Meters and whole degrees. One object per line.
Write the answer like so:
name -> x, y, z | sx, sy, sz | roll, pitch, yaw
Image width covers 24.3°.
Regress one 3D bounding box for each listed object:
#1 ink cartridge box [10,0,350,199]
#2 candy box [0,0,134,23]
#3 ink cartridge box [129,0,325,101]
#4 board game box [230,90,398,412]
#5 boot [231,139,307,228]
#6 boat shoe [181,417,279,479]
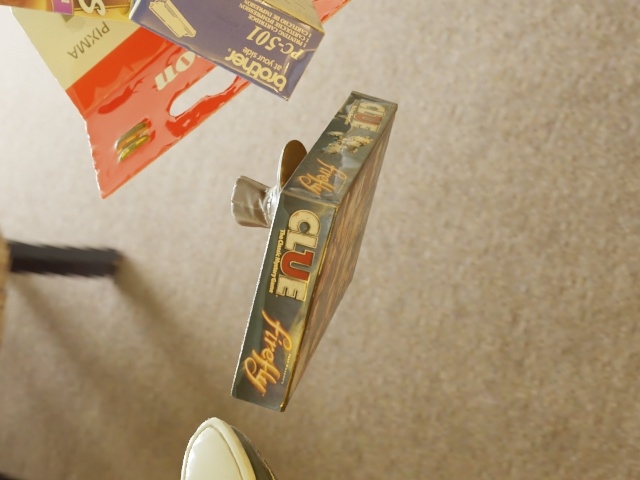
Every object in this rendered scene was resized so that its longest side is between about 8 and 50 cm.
ink cartridge box -> -0.152, -0.263, 1.403 | 0.308, 0.091, 0.385 | -37, 42, 14
candy box -> -0.220, -0.260, 1.330 | 0.187, 0.053, 0.109 | 10, 116, 23
ink cartridge box -> -0.057, -0.147, 0.873 | 0.046, 0.097, 0.207 | -60, 14, 15
board game box -> 0.000, 0.000, 1.119 | 0.243, 0.042, 0.165 | -60, -15, -64
boot -> -0.055, -0.057, 1.504 | 0.114, 0.037, 0.106 | 21, 113, 54
boat shoe -> -0.034, 0.242, 1.128 | 0.095, 0.079, 0.254 | -58, 41, 26
